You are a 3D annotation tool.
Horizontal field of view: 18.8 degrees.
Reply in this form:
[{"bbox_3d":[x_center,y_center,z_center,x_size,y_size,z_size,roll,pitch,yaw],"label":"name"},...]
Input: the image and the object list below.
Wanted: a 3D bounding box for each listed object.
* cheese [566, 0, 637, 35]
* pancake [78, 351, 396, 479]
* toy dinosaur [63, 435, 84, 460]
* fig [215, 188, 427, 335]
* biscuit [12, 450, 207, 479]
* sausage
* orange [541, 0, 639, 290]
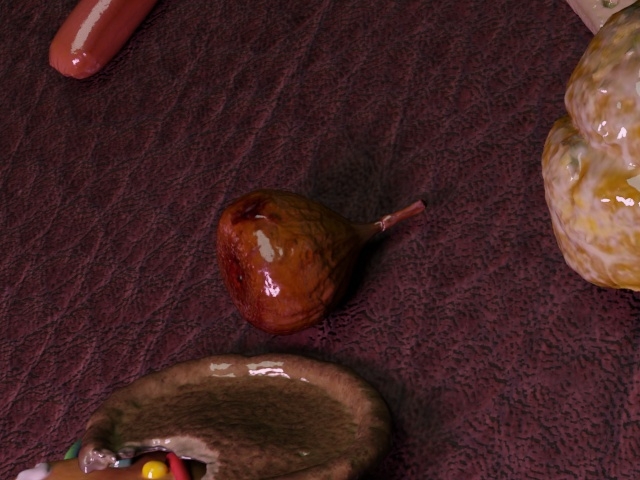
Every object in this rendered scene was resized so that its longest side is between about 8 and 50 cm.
[{"bbox_3d":[0.293,-0.217,1.889,0.065,0.043,0.194,-33,44,2],"label":"cheese"},{"bbox_3d":[-0.079,0.171,1.758,0.286,0.033,0.288,-10,23,-11],"label":"pancake"},{"bbox_3d":[-0.064,0.281,1.726,0.374,0.144,0.500,-15,37,4],"label":"toy dinosaur"},{"bbox_3d":[0.000,0.000,1.886,0.201,0.134,0.146,-28,73,-15],"label":"fig"},{"bbox_3d":[-0.116,0.226,1.741,0.339,0.047,0.216,12,25,43],"label":"biscuit"},{"bbox_3d":[-0.243,-0.269,2.259,0.077,0.077,0.194,29,76,43],"label":"sausage"},{"bbox_3d":[0.342,-0.123,1.656,0.368,0.210,0.271,-35,36,-1],"label":"orange"}]
